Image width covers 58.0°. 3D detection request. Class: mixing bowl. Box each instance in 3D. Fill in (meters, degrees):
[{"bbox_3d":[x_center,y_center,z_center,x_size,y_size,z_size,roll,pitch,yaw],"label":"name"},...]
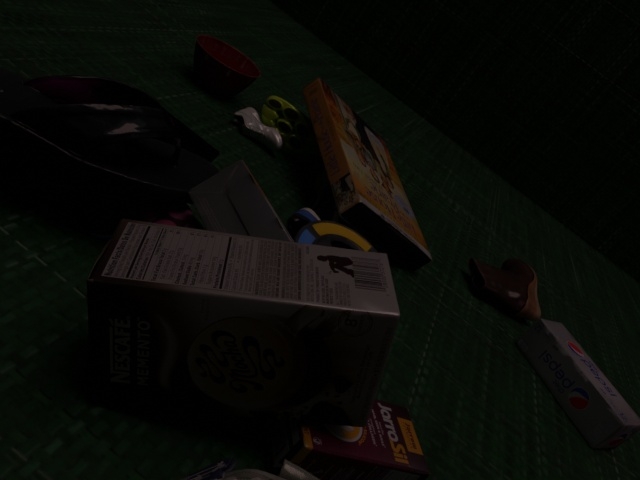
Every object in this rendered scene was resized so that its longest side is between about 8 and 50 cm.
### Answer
[{"bbox_3d":[-0.256,-0.434,1.486,0.181,0.098,0.181,29,26,-15],"label":"mixing bowl"}]

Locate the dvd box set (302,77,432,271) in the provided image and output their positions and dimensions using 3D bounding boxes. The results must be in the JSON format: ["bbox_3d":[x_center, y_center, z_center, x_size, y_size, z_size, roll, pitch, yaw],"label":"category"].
[{"bbox_3d":[0.105,-0.158,1.353,0.307,0.062,0.421,34,31,-42],"label":"dvd box set"}]

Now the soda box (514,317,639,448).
[{"bbox_3d":[0.561,0.309,1.270,0.098,0.091,0.286,15,33,-36],"label":"soda box"}]

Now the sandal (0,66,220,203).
[{"bbox_3d":[-0.311,-0.162,0.743,0.445,0.107,0.168,20,26,-34],"label":"sandal"}]

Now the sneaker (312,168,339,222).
[{"bbox_3d":[0.029,-0.084,1.277,0.086,0.085,0.237,36,28,-18],"label":"sneaker"}]

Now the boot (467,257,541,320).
[{"bbox_3d":[0.480,0.090,1.536,0.206,0.090,0.248,30,30,-18],"label":"boot"}]

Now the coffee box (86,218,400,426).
[{"bbox_3d":[-0.083,0.092,0.626,0.297,0.168,0.119,7,32,-6],"label":"coffee box"}]

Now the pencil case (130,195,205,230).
[{"bbox_3d":[-0.210,-0.001,0.829,0.095,0.098,0.209,-29,59,-13],"label":"pencil case"}]

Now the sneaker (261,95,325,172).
[{"bbox_3d":[-0.033,-0.260,1.481,0.295,0.109,0.123,36,22,-24],"label":"sneaker"}]

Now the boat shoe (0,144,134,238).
[{"bbox_3d":[-0.375,-0.102,0.787,0.258,0.089,0.109,26,27,-22],"label":"boat shoe"}]

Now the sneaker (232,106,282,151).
[{"bbox_3d":[-0.154,-0.262,1.392,0.152,0.054,0.061,43,41,20],"label":"sneaker"}]

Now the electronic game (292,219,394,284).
[{"bbox_3d":[0.043,0.061,1.032,0.229,0.048,0.229,24,44,-26],"label":"electronic game"}]

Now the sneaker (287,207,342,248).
[{"bbox_3d":[-0.001,0.001,1.124,0.152,0.058,0.084,43,29,6],"label":"sneaker"}]

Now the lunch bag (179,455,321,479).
[{"bbox_3d":[-0.068,0.306,0.293,0.212,0.256,0.305,28,26,-18],"label":"lunch bag"}]

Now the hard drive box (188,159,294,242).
[{"bbox_3d":[-0.072,0.030,0.820,0.181,0.089,0.232,57,-3,36],"label":"hard drive box"}]

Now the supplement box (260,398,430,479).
[{"bbox_3d":[0.029,0.250,0.712,0.188,0.081,0.104,23,29,-27],"label":"supplement box"}]

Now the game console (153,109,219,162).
[{"bbox_3d":[-0.358,-0.182,0.967,0.213,0.044,0.361,38,27,26],"label":"game console"}]
